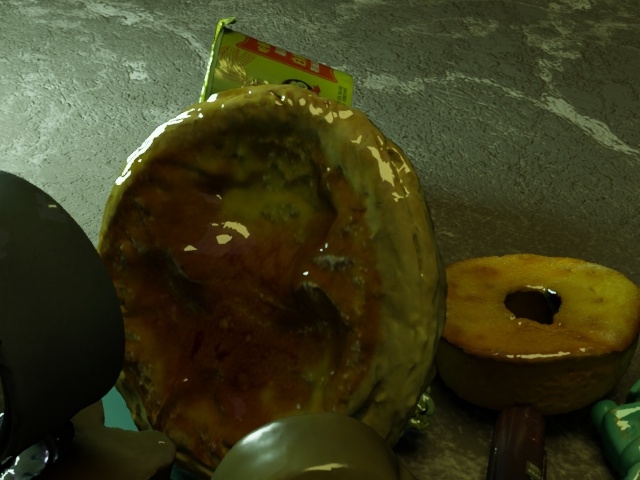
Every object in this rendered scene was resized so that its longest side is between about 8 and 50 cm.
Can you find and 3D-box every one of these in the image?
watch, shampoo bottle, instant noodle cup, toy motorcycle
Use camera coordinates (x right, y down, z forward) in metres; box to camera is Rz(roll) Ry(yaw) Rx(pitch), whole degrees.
[{"bbox_3d":[-0.319,0.107,1.075,0.335,0.326,0.314,21,34,27],"label":"watch"},{"bbox_3d":[0.209,0.272,1.204,0.068,0.067,0.236,17,32,4],"label":"shampoo bottle"},{"bbox_3d":[-0.082,-0.173,1.721,0.222,0.311,0.311,12,30,-7],"label":"instant noodle cup"},{"bbox_3d":[0.406,0.231,1.264,0.198,0.109,0.296,6,30,18],"label":"toy motorcycle"}]

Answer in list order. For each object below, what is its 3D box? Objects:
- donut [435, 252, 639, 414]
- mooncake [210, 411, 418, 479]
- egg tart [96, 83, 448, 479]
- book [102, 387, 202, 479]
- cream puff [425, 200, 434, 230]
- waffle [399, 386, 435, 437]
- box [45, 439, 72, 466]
[{"bbox_3d":[0.265,0.118,1.403,0.303,0.110,0.303,-2,23,1],"label":"donut"},{"bbox_3d":[-0.012,0.278,1.024,0.235,0.234,0.117,-2,36,-11],"label":"mooncake"},{"bbox_3d":[-0.049,0.057,1.177,0.443,0.443,0.178,23,13,28],"label":"egg tart"},{"bbox_3d":[-0.175,0.174,1.355,0.379,0.031,0.264,27,37,33],"label":"book"},{"bbox_3d":[0.000,0.000,1.410,0.303,0.212,0.303,22,-7,3],"label":"cream puff"},{"bbox_3d":[0.027,0.171,1.313,0.214,0.054,0.208,-3,29,-18],"label":"waffle"},{"bbox_3d":[-0.339,0.283,1.140,0.161,0.042,0.226,14,32,15],"label":"box"}]
